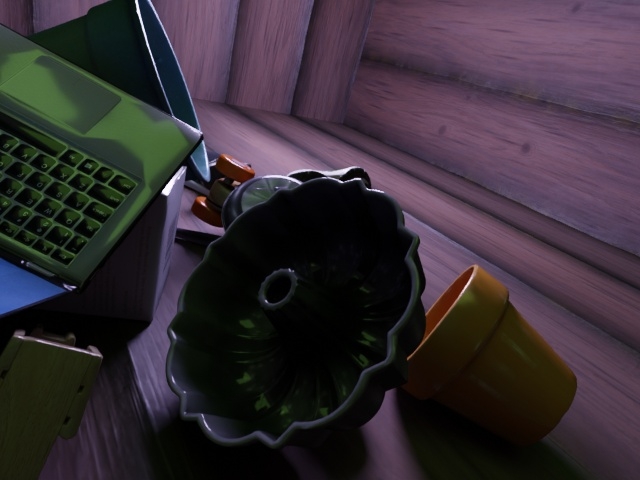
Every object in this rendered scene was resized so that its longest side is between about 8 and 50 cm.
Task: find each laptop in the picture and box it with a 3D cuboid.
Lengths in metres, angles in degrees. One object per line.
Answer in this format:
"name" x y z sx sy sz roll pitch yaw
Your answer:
"laptop" -0.366 -0.122 0.356 0.382 0.236 0.408 29 58 -5

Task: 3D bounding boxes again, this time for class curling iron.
"curling iron" -0.187 0.013 0.842 0.274 0.035 0.068 19 20 6

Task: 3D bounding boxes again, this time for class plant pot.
"plant pot" 0.232 0.171 0.580 0.188 0.205 0.205 38 28 12
"plant pot" -0.414 -0.222 0.733 0.334 0.341 0.341 -18 29 -5

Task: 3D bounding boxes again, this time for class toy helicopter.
"toy helicopter" -0.091 -0.028 0.867 0.355 0.140 0.235 41 14 36

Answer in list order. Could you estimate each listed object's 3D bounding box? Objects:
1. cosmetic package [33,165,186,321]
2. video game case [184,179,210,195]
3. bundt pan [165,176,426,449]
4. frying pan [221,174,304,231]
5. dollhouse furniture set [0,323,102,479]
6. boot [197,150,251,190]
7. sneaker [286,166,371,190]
"cosmetic package" -0.411 -0.031 0.580 0.385 0.217 0.156 12 24 -14
"video game case" -0.267 -0.152 1.186 0.201 0.023 0.183 26 25 20
"bundt pan" -0.019 0.086 0.499 0.124 0.331 0.331 48 -3 -42
"frying pan" -0.108 -0.007 0.713 0.197 0.053 0.326 26 53 8
"dollhouse furniture set" -0.406 0.142 0.380 0.286 0.198 0.303 27 -17 -31
"boot" -0.314 -0.197 1.121 0.178 0.085 0.236 20 17 13
"sneaker" -0.002 -0.150 1.225 0.182 0.158 0.410 13 11 42
